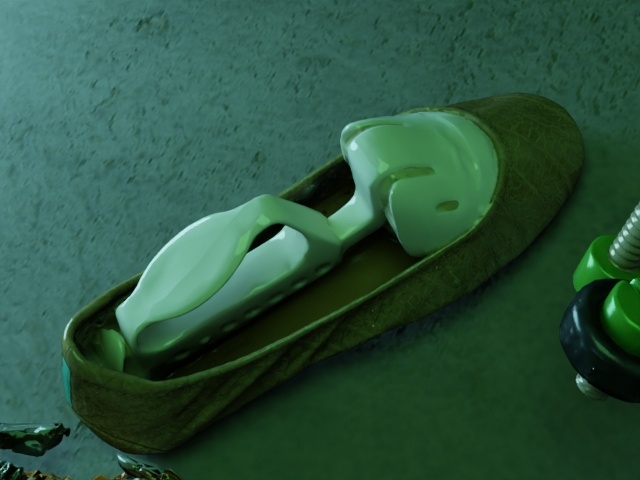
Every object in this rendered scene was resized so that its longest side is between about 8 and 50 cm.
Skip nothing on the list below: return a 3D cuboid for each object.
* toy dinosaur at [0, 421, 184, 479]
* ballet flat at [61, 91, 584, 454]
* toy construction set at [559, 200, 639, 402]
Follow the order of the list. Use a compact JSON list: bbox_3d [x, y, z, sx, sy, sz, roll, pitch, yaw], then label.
[{"bbox_3d":[-0.223,0.196,0.700,0.322,0.164,0.218,-16,49,16],"label":"toy dinosaur"},{"bbox_3d":[0.000,0.000,0.743,0.342,0.124,0.116,-29,61,-2],"label":"ballet flat"},{"bbox_3d":[0.188,0.194,0.590,0.309,0.237,0.257,32,43,8],"label":"toy construction set"}]
